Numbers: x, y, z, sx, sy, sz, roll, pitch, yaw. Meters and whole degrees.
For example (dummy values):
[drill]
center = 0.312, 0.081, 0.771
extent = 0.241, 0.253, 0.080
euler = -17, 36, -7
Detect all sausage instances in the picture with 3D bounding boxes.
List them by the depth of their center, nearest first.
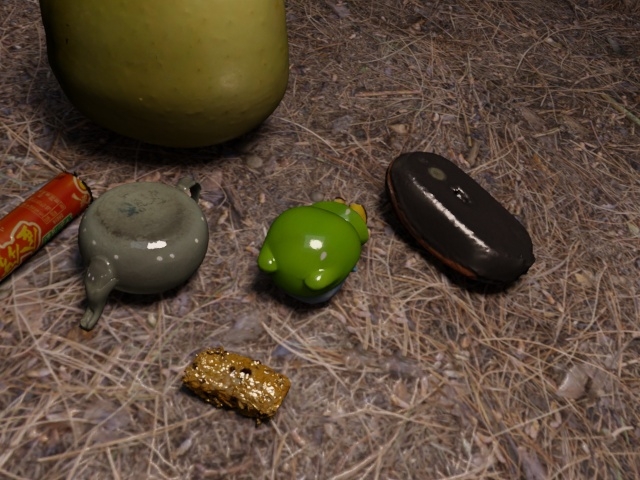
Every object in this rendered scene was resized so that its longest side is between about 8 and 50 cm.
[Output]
[sausage]
center = -0.469, -0.006, 0.866
extent = 0.083, 0.083, 0.264
euler = 24, 48, 9

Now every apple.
[apple]
center = -0.271, -0.383, 1.020
extent = 0.474, 0.473, 0.473
euler = 7, 46, -8

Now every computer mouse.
[computer mouse]
center = 0.250, -0.039, 1.048
extent = 0.183, 0.116, 0.323
euler = -29, 67, -37

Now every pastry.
[pastry]
center = -0.116, 0.197, 0.776
extent = 0.140, 0.056, 0.080
euler = 27, 54, 3

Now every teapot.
[teapot]
center = -0.273, 0.000, 0.873
extent = 0.193, 0.129, 0.294
euler = 24, 44, 9

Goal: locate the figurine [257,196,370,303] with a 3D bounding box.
[figurine]
center = 0.000, 0.000, 0.940
extent = 0.162, 0.143, 0.263
euler = 24, 35, 13
